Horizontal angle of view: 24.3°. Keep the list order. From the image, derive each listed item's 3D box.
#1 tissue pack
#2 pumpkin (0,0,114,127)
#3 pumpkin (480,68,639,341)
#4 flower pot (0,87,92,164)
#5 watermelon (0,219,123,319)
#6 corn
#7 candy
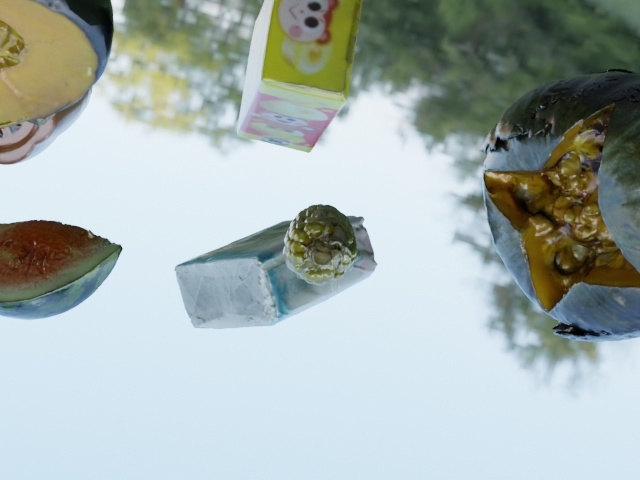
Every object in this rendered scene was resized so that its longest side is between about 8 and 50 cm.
[{"bbox_3d":[-0.068,0.047,2.327,0.201,0.124,0.271,-2,-165,40],"label":"tissue pack"},{"bbox_3d":[-0.322,-0.215,1.347,0.325,0.232,0.242,-15,141,23],"label":"pumpkin"},{"bbox_3d":[0.328,-0.041,1.685,0.192,0.320,0.320,-18,-147,-36],"label":"pumpkin"},{"bbox_3d":[-0.353,-0.170,1.677,0.191,0.190,0.173,14,-162,-12],"label":"flower pot"},{"bbox_3d":[-0.334,0.028,1.643,0.245,0.119,0.063,5,159,32],"label":"watermelon"},{"bbox_3d":[0.000,0.000,1.952,0.097,0.097,0.261,16,-171,-3],"label":"corn"},{"bbox_3d":[-0.022,-0.186,1.489,0.088,0.146,0.276,11,173,-7],"label":"candy"}]
